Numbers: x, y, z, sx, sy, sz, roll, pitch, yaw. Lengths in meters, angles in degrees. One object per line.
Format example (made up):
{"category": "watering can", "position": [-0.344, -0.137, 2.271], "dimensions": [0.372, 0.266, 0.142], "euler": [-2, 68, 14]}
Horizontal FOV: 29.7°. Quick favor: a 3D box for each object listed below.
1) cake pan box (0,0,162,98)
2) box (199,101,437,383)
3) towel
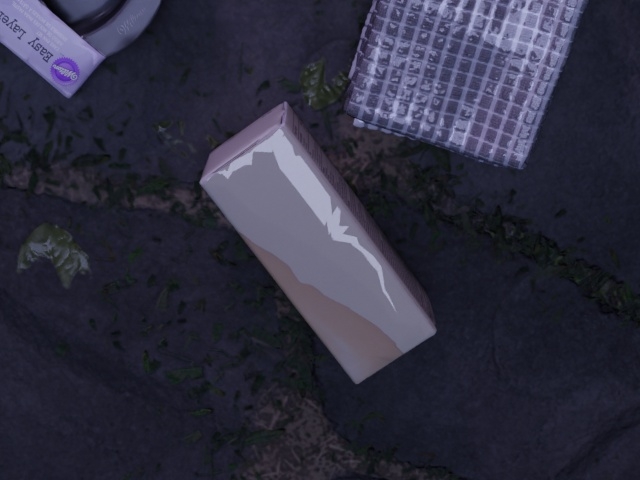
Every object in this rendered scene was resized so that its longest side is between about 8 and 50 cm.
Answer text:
{"category": "cake pan box", "position": [-0.300, -0.331, 1.371], "dimensions": [0.267, 0.070, 0.246], "euler": [42, 105, -13]}
{"category": "box", "position": [0.000, 0.000, 1.440], "dimensions": [0.121, 0.148, 0.311], "euler": [-34, 103, 10]}
{"category": "towel", "position": [0.169, -0.233, 1.378], "dimensions": [0.235, 0.121, 0.283], "euler": [15, 107, -5]}
